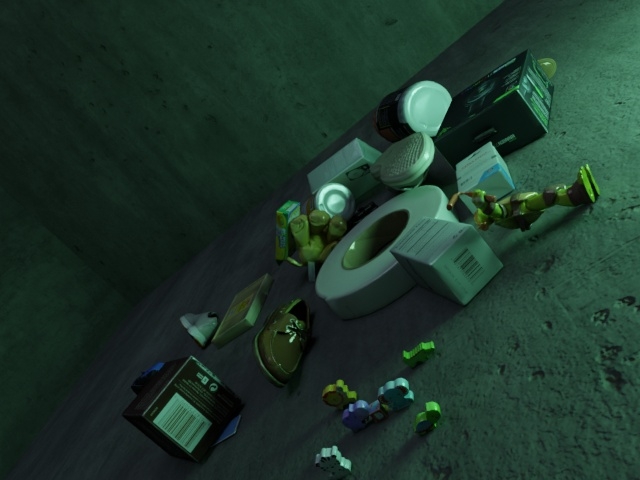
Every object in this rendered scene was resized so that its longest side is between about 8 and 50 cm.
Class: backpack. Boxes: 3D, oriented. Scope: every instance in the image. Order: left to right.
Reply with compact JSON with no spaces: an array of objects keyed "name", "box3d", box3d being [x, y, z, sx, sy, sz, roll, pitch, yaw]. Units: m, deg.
[{"name":"backpack","box3d":[-0.547,0.461,1.721,0.120,0.098,0.101,-40,12,12]}]

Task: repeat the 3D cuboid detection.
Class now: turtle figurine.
[{"name":"turtle figurine","box3d":[0.346,-0.060,0.887,0.217,0.087,0.269,-19,-13,37]}]

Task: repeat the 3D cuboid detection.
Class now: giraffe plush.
[{"name":"giraffe plush","box3d":[0.000,0.000,1.569,0.170,0.181,0.210,-57,-17,-72]}]

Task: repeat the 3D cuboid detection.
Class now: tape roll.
[{"name":"tape roll","box3d":[0.151,0.021,1.249,0.392,0.072,0.392,-38,16,13]}]

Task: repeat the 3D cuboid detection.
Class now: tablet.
[{"name":"tablet","box3d":[-0.213,0.429,1.169,0.083,0.006,0.054,-37,17,22]}]

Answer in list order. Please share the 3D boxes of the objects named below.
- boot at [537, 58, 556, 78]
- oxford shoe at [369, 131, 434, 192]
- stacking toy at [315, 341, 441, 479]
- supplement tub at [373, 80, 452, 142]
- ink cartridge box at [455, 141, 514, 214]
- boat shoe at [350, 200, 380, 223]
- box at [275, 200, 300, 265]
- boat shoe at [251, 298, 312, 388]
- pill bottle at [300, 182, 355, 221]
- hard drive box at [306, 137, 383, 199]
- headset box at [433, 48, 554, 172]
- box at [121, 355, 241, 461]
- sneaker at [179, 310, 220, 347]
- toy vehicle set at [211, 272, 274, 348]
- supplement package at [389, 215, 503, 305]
[{"name":"boot","box3d":[0.579,-0.470,1.512,0.197,0.073,0.152,-31,15,28]},{"name":"oxford shoe","box3d":[0.241,-0.196,1.428,0.169,0.130,0.449,-46,7,2]},{"name":"stacking toy","box3d":[0.087,0.256,0.817,0.221,0.052,0.167,-36,17,20]},{"name":"supplement tub","box3d":[0.316,-0.448,1.858,0.193,0.193,0.316,-45,17,-8]},{"name":"ink cartridge box","box3d":[0.368,-0.146,1.178,0.104,0.060,0.180,-35,18,27]},{"name":"boat shoe","box3d":[0.134,-0.089,1.637,0.125,0.038,0.046,-22,26,51]},{"name":"box","box3d":[-0.099,-0.018,1.560,0.043,0.179,0.105,12,27,14]},{"name":"boat shoe","box3d":[-0.080,0.218,1.211,0.104,0.111,0.307,-40,16,11]},{"name":"pill bottle","box3d":[0.011,-0.094,1.734,0.136,0.136,0.246,-49,6,-21]},{"name":"hard drive box","box3d":[0.101,-0.228,1.803,0.232,0.181,0.089,-33,57,30]},{"name":"headset box","box3d":[0.442,-0.318,1.326,0.246,0.131,0.283,-28,22,43]},{"name":"box","box3d":[-0.329,0.394,1.226,0.203,0.168,0.167,-25,23,54]},{"name":"sneaker","box3d":[-0.425,0.302,1.883,0.121,0.099,0.262,-39,22,-16]},{"name":"toy vehicle set","box3d":[-0.257,0.230,1.741,0.166,0.035,0.267,-35,18,26]},{"name":"supplement package","box3d":[0.227,0.032,0.969,0.105,0.105,0.179,-44,15,-6]}]
